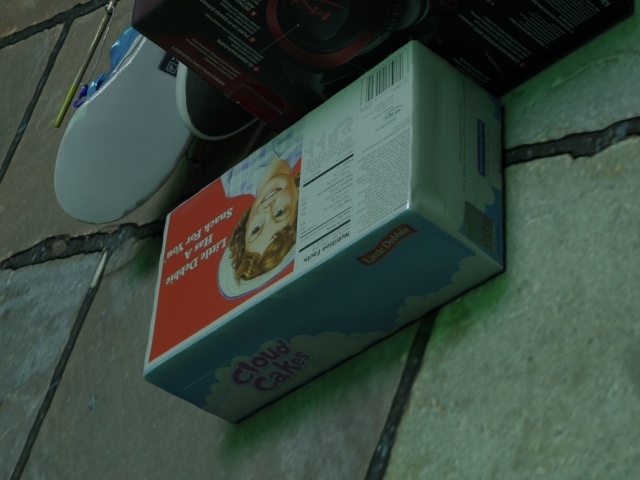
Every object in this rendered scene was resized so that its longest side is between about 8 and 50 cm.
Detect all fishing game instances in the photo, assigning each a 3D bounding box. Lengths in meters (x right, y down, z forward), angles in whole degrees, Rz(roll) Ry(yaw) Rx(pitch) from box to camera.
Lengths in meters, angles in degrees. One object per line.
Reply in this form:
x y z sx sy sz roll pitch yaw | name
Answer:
-0.153 -0.131 1.632 0.264 0.041 0.189 13 80 53 | fishing game

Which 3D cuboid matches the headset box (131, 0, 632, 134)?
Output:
0.030 -0.178 1.229 0.293 0.218 0.110 -32 37 36 | headset box

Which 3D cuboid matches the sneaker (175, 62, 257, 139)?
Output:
0.000 -0.184 1.388 0.295 0.104 0.147 -48 26 6 | sneaker

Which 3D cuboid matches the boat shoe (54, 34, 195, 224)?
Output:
-0.131 -0.131 1.504 0.267 0.096 0.088 -64 -4 -1 | boat shoe

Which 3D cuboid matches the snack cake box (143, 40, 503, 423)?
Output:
0.000 0.000 1.231 0.264 0.089 0.152 -32 40 36 | snack cake box
